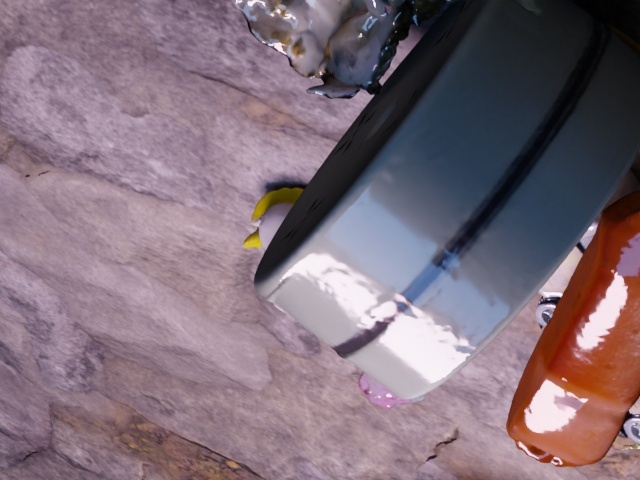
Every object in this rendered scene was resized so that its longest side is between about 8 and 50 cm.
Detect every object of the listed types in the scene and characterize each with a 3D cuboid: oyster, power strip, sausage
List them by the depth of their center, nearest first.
[{"bbox_3d":[0.102,-0.042,1.540,0.161,0.357,0.357,37,147,-7],"label":"power strip"},{"bbox_3d":[0.002,-0.229,1.616,0.223,0.083,0.214,49,139,6],"label":"oyster"},{"bbox_3d":[0.245,0.078,1.654,0.097,0.094,0.348,21,139,2],"label":"sausage"}]

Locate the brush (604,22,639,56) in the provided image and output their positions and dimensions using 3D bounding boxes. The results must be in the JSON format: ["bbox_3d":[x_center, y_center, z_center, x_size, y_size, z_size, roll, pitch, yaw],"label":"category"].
[{"bbox_3d":[0.306,-0.119,1.573,0.205,0.011,0.083,32,149,1],"label":"brush"}]

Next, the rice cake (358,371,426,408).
[{"bbox_3d":[0.099,0.101,2.002,0.081,0.051,0.290,31,148,4],"label":"rice cake"}]

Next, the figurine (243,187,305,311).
[{"bbox_3d":[-0.001,0.008,1.921,0.178,0.109,0.130,-6,88,37],"label":"figurine"}]

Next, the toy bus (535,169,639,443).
[{"bbox_3d":[0.305,0.082,1.769,0.138,0.097,0.342,-16,124,41],"label":"toy bus"}]

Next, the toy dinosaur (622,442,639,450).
[{"bbox_3d":[0.323,0.191,1.957,0.041,0.026,0.113,9,151,21],"label":"toy dinosaur"}]
